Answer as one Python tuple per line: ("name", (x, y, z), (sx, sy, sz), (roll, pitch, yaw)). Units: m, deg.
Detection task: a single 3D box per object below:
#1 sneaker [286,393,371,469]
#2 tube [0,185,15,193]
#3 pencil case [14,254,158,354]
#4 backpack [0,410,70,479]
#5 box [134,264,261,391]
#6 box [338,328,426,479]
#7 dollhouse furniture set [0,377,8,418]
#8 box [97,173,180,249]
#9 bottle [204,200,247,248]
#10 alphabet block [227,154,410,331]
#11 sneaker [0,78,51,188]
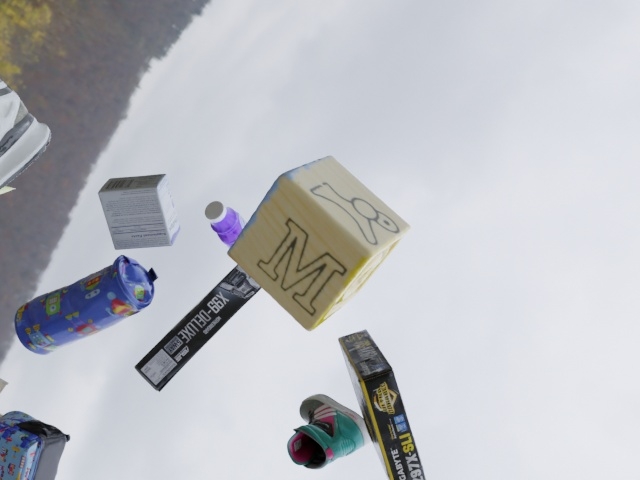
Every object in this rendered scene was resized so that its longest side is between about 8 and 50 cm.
("sneaker", (-0.019, 0.500, 1.878), (0.178, 0.124, 0.295), (-21, -168, -29))
("tube", (-0.867, -0.124, 1.795), (0.062, 0.070, 0.240), (-53, 175, 10))
("pencil case", (-0.496, 0.133, 1.530), (0.306, 0.119, 0.133), (-25, -118, 17))
("backpack", (-0.590, 0.410, 1.383), (0.173, 0.117, 0.158), (18, -89, 23))
("box", (-0.270, 0.189, 1.612), (0.307, 0.076, 0.242), (-46, -177, -11))
("box", (0.127, 0.355, 1.564), (0.079, 0.257, 0.322), (-16, -171, -4))
("dollhouse furniture set", (-0.777, 0.442, 1.751), (0.161, 0.101, 0.182), (4, -123, 49))
("box", (-0.369, -0.058, 1.490), (0.126, 0.137, 0.072), (-4, -152, 7))
("bottle", (-0.285, -0.036, 2.354), (0.092, 0.283, 0.118), (-22, -121, 8))
("alphabet block", (0.000, 0.000, 1.228), (0.193, 0.197, 0.192), (-53, 168, 31))
("sneaker", (-0.665, -0.124, 1.146), (0.169, 0.257, 0.447), (2, -132, 39))
